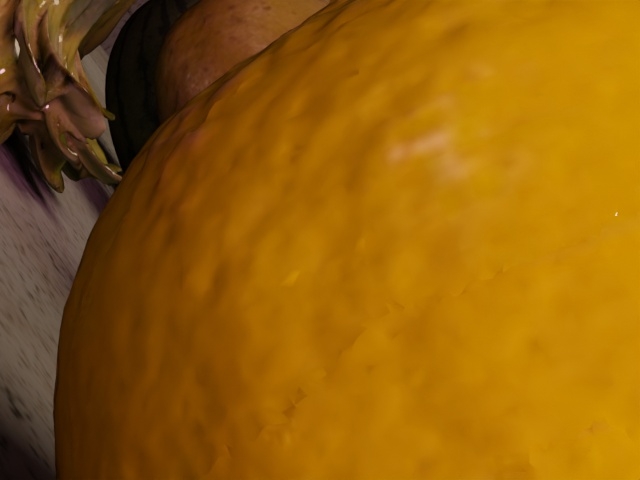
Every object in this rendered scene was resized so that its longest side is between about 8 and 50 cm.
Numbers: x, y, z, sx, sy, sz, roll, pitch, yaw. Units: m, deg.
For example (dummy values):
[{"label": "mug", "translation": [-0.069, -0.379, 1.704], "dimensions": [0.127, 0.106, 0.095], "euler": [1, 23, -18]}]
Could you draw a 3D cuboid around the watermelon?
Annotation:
[{"label": "watermelon", "translation": [-0.065, -0.099, 1.599], "dimensions": [0.279, 0.279, 0.359], "euler": [-126, -168, -70]}]

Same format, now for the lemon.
[{"label": "lemon", "translation": [0.088, 0.068, 0.469], "dimensions": [0.348, 0.348, 0.348], "euler": [56, -1, 1]}]

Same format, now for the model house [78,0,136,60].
[{"label": "model house", "translation": [-0.268, -0.314, 1.483], "dimensions": [0.234, 0.175, 0.193], "euler": [48, 0, 5]}]

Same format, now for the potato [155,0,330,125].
[{"label": "potato", "translation": [0.027, -0.090, 1.370], "dimensions": [0.296, 0.290, 0.397], "euler": [52, 24, 10]}]

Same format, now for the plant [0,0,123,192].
[{"label": "plant", "translation": [-0.170, -0.179, 0.963], "dimensions": [0.261, 0.297, 0.306], "euler": [-45, 120, -60]}]
